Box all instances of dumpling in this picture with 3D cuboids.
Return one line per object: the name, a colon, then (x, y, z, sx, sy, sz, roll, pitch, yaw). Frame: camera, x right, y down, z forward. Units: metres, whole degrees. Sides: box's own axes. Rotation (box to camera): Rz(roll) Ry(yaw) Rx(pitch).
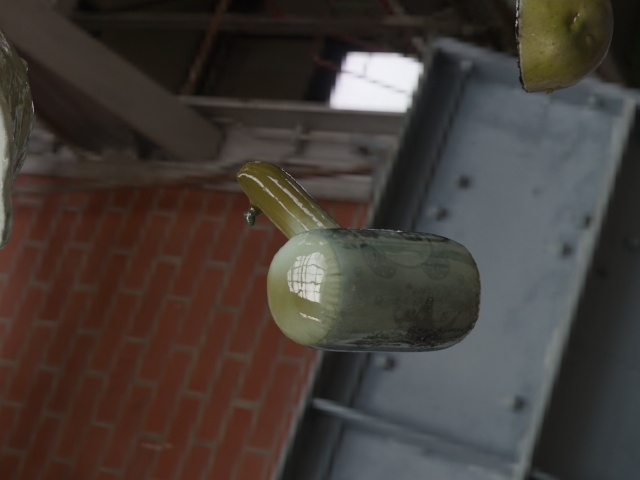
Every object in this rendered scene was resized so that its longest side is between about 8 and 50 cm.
dumpling: (-0.334, -0.094, 1.513, 0.187, 0.243, 0.318, -30, -40, -28)

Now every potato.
potato: (0.334, -0.296, 2.140, 0.182, 0.117, 0.202, -32, -56, -63)

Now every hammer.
hammer: (0.000, 0.000, 1.482, 0.202, 0.305, 0.113, 7, -67, -38)
